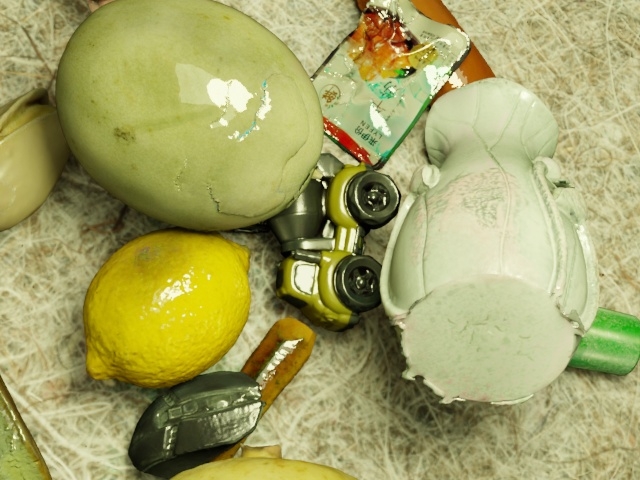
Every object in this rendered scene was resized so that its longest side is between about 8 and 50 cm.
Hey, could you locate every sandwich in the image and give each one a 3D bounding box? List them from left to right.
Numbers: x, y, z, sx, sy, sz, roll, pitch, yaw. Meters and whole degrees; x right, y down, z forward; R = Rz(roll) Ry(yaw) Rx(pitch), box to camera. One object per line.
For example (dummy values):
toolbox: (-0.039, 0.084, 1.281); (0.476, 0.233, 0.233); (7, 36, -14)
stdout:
sandwich: (-0.403, 0.231, 1.216); (0.094, 0.096, 0.258); (-31, 80, -11)

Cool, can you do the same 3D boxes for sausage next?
sausage: (0.149, -0.298, 1.462); (0.097, 0.094, 0.348); (-33, 84, -18)

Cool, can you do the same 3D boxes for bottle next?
bottle: (0.267, 0.110, 1.370); (0.330, 0.093, 0.093); (12, 73, -7)

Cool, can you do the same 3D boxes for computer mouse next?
computer mouse: (-0.161, 0.221, 1.239); (0.192, 0.062, 0.106); (-26, 48, 14)

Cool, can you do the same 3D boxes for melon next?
melon: (-0.146, -0.148, 1.202); (0.330, 0.268, 0.269); (23, 72, -1)

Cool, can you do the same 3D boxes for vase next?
vase: (0.209, -0.021, 1.245); (0.249, 0.250, 0.445); (19, 38, -5)

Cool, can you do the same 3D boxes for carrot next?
carrot: (-0.111, 0.235, 1.287); (0.066, 0.066, 0.314); (35, 75, 0)

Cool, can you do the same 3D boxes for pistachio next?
pistachio: (-0.393, -0.098, 1.282); (0.126, 0.152, 0.223); (32, 53, 3)

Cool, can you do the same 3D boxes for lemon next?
lemon: (-0.187, 0.079, 1.247); (0.188, 0.188, 0.256); (47, 65, 4)

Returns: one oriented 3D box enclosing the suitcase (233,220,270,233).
suitcase: (-0.098, -0.074, 1.372); (0.086, 0.059, 0.126); (6, 74, -7)

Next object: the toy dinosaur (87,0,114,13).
toy dinosaur: (-0.241, -0.302, 1.347); (0.152, 0.177, 0.194); (-35, 85, -16)

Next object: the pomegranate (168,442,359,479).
pomegranate: (-0.054, 0.383, 1.123); (0.332, 0.332, 0.333); (3, 74, -10)

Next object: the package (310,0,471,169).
package: (0.085, -0.230, 1.410); (0.166, 0.040, 0.232); (40, 101, 4)

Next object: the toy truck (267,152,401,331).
toy truck: (0.000, 0.000, 1.316); (0.165, 0.147, 0.224); (12, 76, -16)
